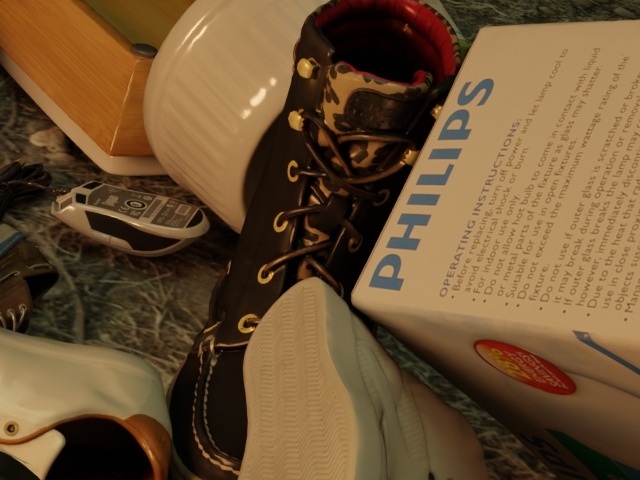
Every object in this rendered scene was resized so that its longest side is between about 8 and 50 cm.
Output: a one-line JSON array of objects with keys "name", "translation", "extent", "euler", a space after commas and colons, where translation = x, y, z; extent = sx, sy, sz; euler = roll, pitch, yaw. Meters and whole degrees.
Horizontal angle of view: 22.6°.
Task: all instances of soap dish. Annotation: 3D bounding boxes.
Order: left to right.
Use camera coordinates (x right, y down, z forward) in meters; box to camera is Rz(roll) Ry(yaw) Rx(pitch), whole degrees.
[{"name": "soap dish", "translation": [-0.162, -0.174, 1.537], "extent": [0.229, 0.118, 0.291], "euler": [-5, 32, -36]}]

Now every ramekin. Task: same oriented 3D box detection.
[{"name": "ramekin", "translation": [-0.005, -0.111, 1.379], "extent": [0.273, 0.273, 0.127], "euler": [-6, 43, -36]}]

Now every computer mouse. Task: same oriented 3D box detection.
[{"name": "computer mouse", "translation": [-0.189, -0.019, 1.342], "extent": [0.193, 0.042, 0.106], "euler": [15, 23, 7]}]

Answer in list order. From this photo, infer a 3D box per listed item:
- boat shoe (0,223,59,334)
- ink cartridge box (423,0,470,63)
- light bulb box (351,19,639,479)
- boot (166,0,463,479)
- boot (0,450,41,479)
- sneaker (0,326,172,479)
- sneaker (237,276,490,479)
[{"name": "boat shoe", "translation": [-0.243, 0.047, 1.166], "extent": [0.066, 0.066, 0.183], "euler": [28, 33, 1]}, {"name": "ink cartridge box", "translation": [0.037, -0.248, 1.812], "extent": [0.188, 0.097, 0.255], "euler": [8, 31, -18]}, {"name": "light bulb box", "translation": [0.282, 0.050, 0.997], "extent": [0.361, 0.225, 0.358], "euler": [5, -28, 48]}, {"name": "boot", "translation": [0.000, 0.000, 1.153], "extent": [0.138, 0.284, 0.377], "euler": [20, 30, 4]}, {"name": "boot", "translation": [-0.281, 0.226, 0.672], "extent": [0.348, 0.131, 0.260], "euler": [-18, 25, 7]}, {"name": "sneaker", "translation": [-0.229, 0.112, 1.014], "extent": [0.290, 0.106, 0.123], "euler": [7, 29, -20]}, {"name": "sneaker", "translation": [0.038, 0.155, 0.929], "extent": [0.169, 0.108, 0.292], "euler": [41, 25, -21]}]
